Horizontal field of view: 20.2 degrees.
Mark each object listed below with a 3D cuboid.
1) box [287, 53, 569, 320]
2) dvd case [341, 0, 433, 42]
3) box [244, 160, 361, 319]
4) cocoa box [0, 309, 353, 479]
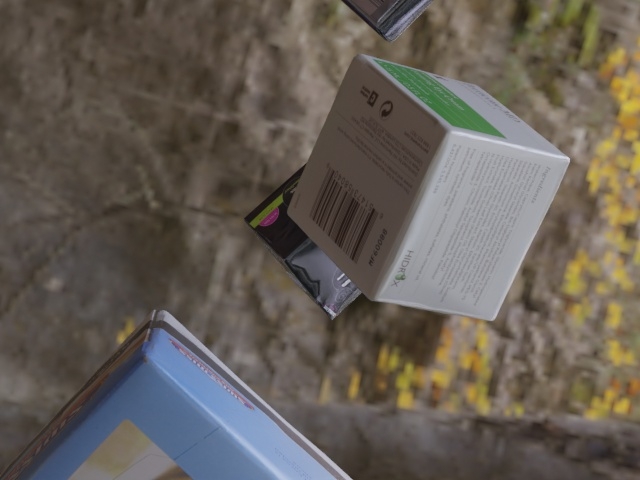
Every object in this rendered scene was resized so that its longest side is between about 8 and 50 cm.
[{"bbox_3d":[0.055,-0.028,0.944,0.101,0.087,0.102,46,-63,49],"label":"box"},{"bbox_3d":[0.039,-0.258,1.199,0.179,0.029,0.239,-45,-128,3],"label":"dvd case"},{"bbox_3d":[0.000,0.000,1.198,0.062,0.083,0.052,-43,-128,-4],"label":"box"},{"bbox_3d":[-0.058,0.249,1.147,0.231,0.347,0.228,-46,-175,2],"label":"cocoa box"}]
